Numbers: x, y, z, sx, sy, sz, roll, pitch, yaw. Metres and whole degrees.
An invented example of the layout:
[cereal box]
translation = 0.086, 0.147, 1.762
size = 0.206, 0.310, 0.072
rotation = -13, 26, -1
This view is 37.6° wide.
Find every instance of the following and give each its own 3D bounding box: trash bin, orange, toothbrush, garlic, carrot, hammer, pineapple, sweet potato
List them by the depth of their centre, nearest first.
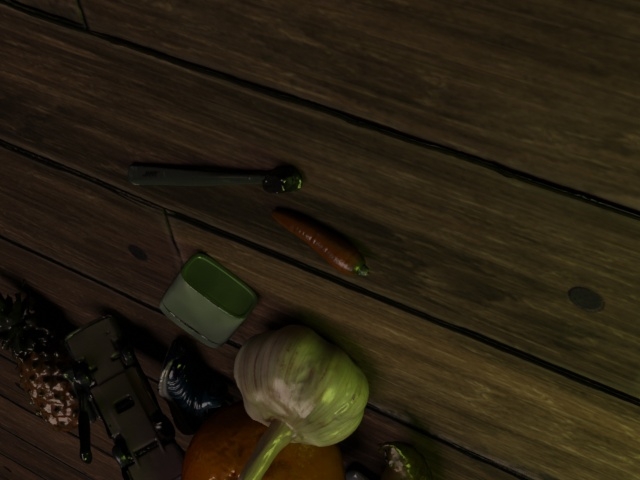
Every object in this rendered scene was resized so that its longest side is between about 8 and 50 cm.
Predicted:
[carrot]
translation = 0.000, 0.000, 1.090
size = 0.142, 0.035, 0.035
rotation = 35, 149, 15
[toothbrush]
translation = -0.138, -0.074, 1.126
size = 0.297, 0.031, 0.030
rotation = 6, 111, 42
[garlic]
translation = -0.056, 0.236, 1.274
size = 0.199, 0.226, 0.199
rotation = 27, 153, 15
[trash bin]
translation = -0.160, 0.088, 1.332
size = 0.116, 0.059, 0.130
rotation = 36, 148, -4
[sweet potato]
translation = 0.099, 0.429, 1.434
size = 0.131, 0.130, 0.422
rotation = 29, 135, 12
[orange]
translation = -0.087, 0.371, 1.448
size = 0.261, 0.261, 0.261
rotation = 25, 147, 18
[hammer]
translation = -0.382, 0.296, 1.528
size = 0.103, 0.029, 0.246
rotation = 63, 174, -25
[pineapple]
translation = -0.528, 0.194, 1.761
size = 0.169, 0.169, 0.340
rotation = -18, 110, 53

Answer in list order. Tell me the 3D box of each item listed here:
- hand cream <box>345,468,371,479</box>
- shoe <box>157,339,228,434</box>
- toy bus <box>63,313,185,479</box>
[hand cream]
translation = 0.138, 0.465, 1.559
size = 0.255, 0.048, 0.079
rotation = 38, 143, 1
[shoe]
translation = -0.206, 0.248, 1.575
size = 0.106, 0.091, 0.207
rotation = -2, 132, 18
[toy bus]
translation = -0.319, 0.285, 1.585
size = 0.316, 0.113, 0.138
rotation = 61, 172, 24
